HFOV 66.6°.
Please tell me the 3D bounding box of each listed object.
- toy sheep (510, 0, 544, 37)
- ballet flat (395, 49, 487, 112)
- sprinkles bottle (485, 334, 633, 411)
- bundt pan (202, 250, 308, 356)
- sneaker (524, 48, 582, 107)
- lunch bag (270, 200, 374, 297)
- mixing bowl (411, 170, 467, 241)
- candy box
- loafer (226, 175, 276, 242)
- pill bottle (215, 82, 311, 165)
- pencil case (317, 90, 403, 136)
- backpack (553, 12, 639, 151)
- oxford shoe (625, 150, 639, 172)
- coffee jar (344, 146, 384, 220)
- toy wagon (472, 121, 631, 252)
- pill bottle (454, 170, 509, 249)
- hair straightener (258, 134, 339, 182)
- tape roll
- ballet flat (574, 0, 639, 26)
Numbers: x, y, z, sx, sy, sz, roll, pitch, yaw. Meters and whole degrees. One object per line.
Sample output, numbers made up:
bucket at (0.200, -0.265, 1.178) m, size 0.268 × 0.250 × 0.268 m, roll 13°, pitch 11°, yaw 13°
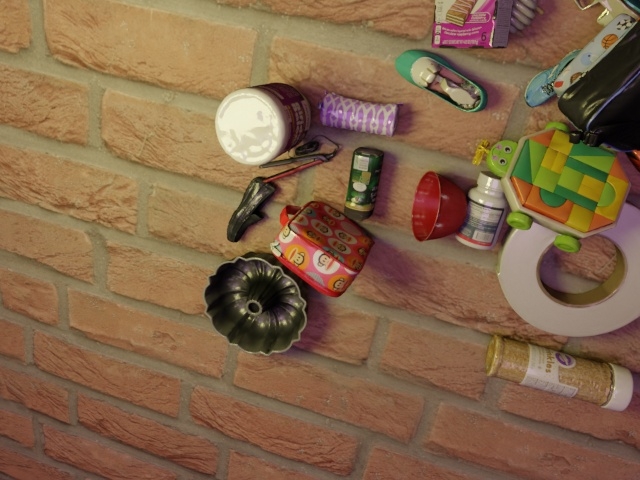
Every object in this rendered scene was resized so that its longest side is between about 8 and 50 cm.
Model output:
toy sheep at (0.436, -0.506, 1.074) m, size 0.091 × 0.091 × 0.132 m, roll 35°, pitch 120°, yaw -1°
ballet flat at (0.289, -0.381, 1.159) m, size 0.247 × 0.087 × 0.083 m, roll 29°, pitch 115°, yaw 3°
sprinkles bottle at (0.643, 0.361, 1.335) m, size 0.354 × 0.121 × 0.121 m, roll 13°, pitch 113°, yaw 10°
bundt pan at (-0.183, 0.178, 1.480) m, size 0.330 × 0.124 × 0.331 m, roll 5°, pitch 112°, yaw 12°
sneaker at (0.536, -0.369, 1.106) m, size 0.063 × 0.073 × 0.162 m, roll 44°, pitch 115°, yaw -5°
lunch bag at (0.000, 0.000, 1.271) m, size 0.258 × 0.293 × 0.120 m, roll 36°, pitch 114°, yaw 3°
mixing bowl at (0.309, -0.080, 1.239) m, size 0.098 × 0.181 × 0.182 m, roll 8°, pitch 114°, yaw -10°
candy box at (0.333, -0.541, 1.055) m, size 0.159 × 0.071 × 0.234 m, roll 21°, pitch 119°, yaw 43°
loafer at (-0.203, -0.079, 1.411) m, size 0.078 × 0.076 × 0.223 m, roll 35°, pitch 112°, yaw 8°
pill bottle at (-0.119, -0.292, 1.182) m, size 0.169 × 0.301 × 0.170 m, roll 5°, pitch 113°, yaw 13°
pencil case at (0.099, -0.321, 1.238) m, size 0.205 × 0.086 × 0.088 m, roll 13°, pitch 90°, yaw 8°
backpack at (0.645, -0.312, 1.012) m, size 0.263 × 0.213 × 0.276 m, roll 18°, pitch 130°, yaw -36°
oxford shoe at (0.817, -0.141, 1.112) m, size 0.098 × 0.097 × 0.271 m, roll -38°, pitch 98°, yaw 18°
coffee jar at (0.114, -0.148, 1.291) m, size 0.078 × 0.096 × 0.185 m, roll 14°, pitch 114°, yaw 12°
toy wagon at (0.524, -0.144, 1.124) m, size 0.344 × 0.068 × 0.268 m, roll 25°, pitch 80°, yaw 4°
pill bottle at (0.416, -0.078, 1.232) m, size 0.107 × 0.108 × 0.180 m, roll 15°, pitch 113°, yaw 8°
hair straightener at (-0.062, -0.231, 1.320) m, size 0.230 × 0.047 × 0.089 m, roll -16°, pitch 106°, yaw 12°
tape roll at (0.656, 0.063, 1.245) m, size 0.391 × 0.072 × 0.393 m, roll 5°, pitch 112°, yaw 12°
ballet flat at (0.607, -0.512, 1.038) m, size 0.248 × 0.086 × 0.086 m, roll 42°, pitch 115°, yaw -2°
